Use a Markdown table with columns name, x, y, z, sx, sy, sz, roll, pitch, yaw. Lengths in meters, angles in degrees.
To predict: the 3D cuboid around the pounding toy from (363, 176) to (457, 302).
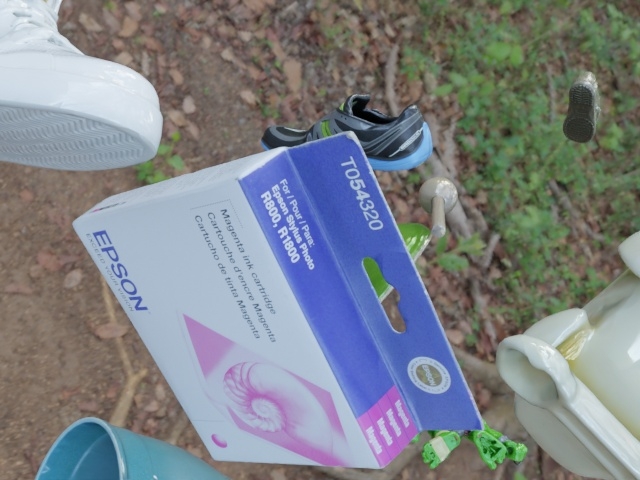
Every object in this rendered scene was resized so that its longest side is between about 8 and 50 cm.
| name | x | y | z | sx | sy | sz | roll | pitch | yaw |
| --- | --- | --- | --- | --- | --- | --- | --- | --- | --- |
| pounding toy | 0.067 | 0.005 | 1.099 | 0.110 | 0.237 | 0.183 | 40 | 27 | 0 |

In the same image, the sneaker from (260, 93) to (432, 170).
| name | x | y | z | sx | sy | sz | roll | pitch | yaw |
| --- | --- | --- | --- | --- | --- | --- | --- | --- | --- |
| sneaker | 0.026 | -0.114 | 0.862 | 0.067 | 0.188 | 0.078 | -42 | 128 | -55 |

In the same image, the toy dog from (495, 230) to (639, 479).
| name | x | y | z | sx | sy | sz | roll | pitch | yaw |
| --- | --- | --- | --- | --- | --- | --- | --- | --- | --- |
| toy dog | 0.443 | 0.117 | 0.981 | 0.408 | 0.395 | 0.284 | -42 | 71 | -10 |

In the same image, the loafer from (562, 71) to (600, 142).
| name | x | y | z | sx | sy | sz | roll | pitch | yaw |
| --- | --- | --- | --- | --- | --- | --- | --- | --- | --- |
| loafer | 0.433 | -0.216 | 1.351 | 0.050 | 0.056 | 0.148 | -58 | 157 | -24 |

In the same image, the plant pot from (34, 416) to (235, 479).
| name | x | y | z | sx | sy | sz | roll | pitch | yaw |
| --- | --- | --- | --- | --- | --- | --- | --- | --- | --- |
| plant pot | -0.218 | 0.389 | 1.078 | 0.255 | 0.271 | 0.272 | 23 | 55 | -37 |

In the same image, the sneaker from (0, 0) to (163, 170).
| name | x | y | z | sx | sy | sz | roll | pitch | yaw |
| --- | --- | --- | --- | --- | --- | --- | --- | --- | --- |
| sneaker | -0.203 | -0.141 | 0.545 | 0.108 | 0.292 | 0.169 | 38 | 65 | -54 |

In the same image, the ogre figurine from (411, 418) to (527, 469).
| name | x | y | z | sx | sy | sz | roll | pitch | yaw |
| --- | --- | --- | --- | --- | --- | --- | --- | --- | --- |
| ogre figurine | 0.206 | 0.294 | 1.267 | 0.197 | 0.118 | 0.097 | -8 | 100 | -7 |

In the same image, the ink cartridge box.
| name | x | y | z | sx | sy | sz | roll | pitch | yaw |
| --- | --- | --- | --- | --- | --- | --- | --- | --- | --- |
| ink cartridge box | -0.049 | 0.081 | 0.808 | 0.071 | 0.330 | 0.324 | -46 | 117 | -45 |
